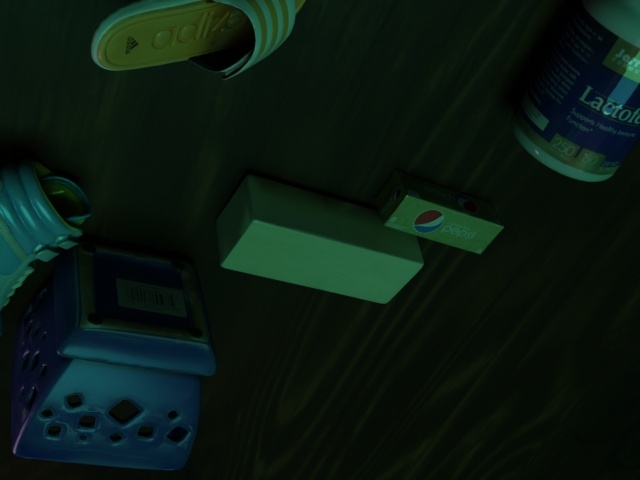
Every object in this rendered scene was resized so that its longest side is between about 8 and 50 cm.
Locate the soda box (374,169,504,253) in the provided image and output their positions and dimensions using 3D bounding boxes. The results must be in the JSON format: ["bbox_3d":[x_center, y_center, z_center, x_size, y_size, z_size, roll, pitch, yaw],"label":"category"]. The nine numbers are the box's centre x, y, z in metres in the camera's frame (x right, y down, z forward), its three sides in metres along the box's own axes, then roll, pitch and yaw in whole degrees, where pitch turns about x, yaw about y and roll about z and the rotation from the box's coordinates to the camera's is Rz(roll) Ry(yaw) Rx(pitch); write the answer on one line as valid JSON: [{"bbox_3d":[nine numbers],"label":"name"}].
[{"bbox_3d":[0.171,-0.038,1.163,0.181,0.058,0.061,16,126,-29],"label":"soda box"}]

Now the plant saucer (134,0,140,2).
[{"bbox_3d":[-0.143,-0.278,0.863,0.067,0.018,0.192,20,124,-32],"label":"plant saucer"}]

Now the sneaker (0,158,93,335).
[{"bbox_3d":[-0.382,0.025,1.013,0.208,0.127,0.319,-20,153,-21],"label":"sneaker"}]

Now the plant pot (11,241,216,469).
[{"bbox_3d":[-0.271,0.144,1.090,0.236,0.236,0.212,13,122,-27],"label":"plant pot"}]

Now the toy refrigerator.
[{"bbox_3d":[0.000,0.000,1.127,0.269,0.094,0.102,14,134,-27],"label":"toy refrigerator"}]

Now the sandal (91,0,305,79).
[{"bbox_3d":[-0.104,-0.205,0.833,0.265,0.076,0.102,-27,158,-34],"label":"sandal"}]

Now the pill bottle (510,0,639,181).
[{"bbox_3d":[0.357,-0.215,0.982,0.153,0.153,0.265,7,130,-23],"label":"pill bottle"}]
